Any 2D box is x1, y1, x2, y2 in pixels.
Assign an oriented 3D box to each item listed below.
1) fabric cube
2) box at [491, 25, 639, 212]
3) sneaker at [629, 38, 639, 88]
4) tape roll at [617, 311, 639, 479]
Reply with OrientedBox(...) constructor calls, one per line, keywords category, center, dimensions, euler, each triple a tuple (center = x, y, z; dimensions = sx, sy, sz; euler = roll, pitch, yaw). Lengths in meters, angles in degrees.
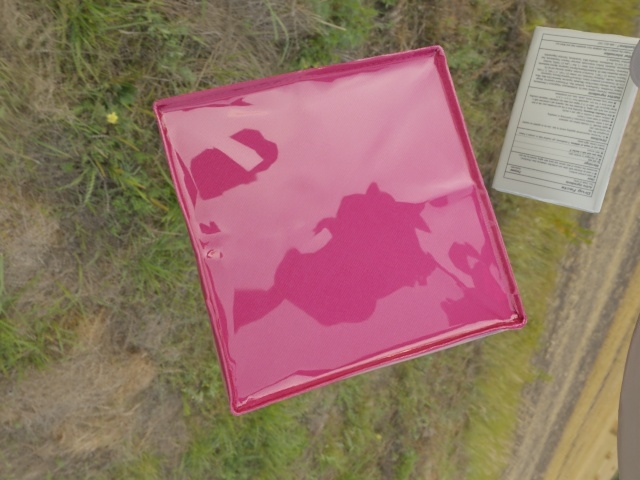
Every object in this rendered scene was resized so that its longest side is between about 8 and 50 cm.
OrientedBox(category="fabric cube", center=(0.000, 0.000, 0.562), dimensions=(0.254, 0.258, 0.258), euler=(-14, 175, -12))
OrientedBox(category="box", center=(0.359, -0.171, 0.807), dimensions=(0.127, 0.149, 0.232), euler=(-17, 121, -63))
OrientedBox(category="sneaker", center=(0.398, -0.235, 0.516), dimensions=(0.121, 0.079, 0.216), euler=(-9, 151, -14))
OrientedBox(category="tape roll", center=(0.317, 0.112, 0.341), dimensions=(0.246, 0.169, 0.245), euler=(13, 90, -80))
